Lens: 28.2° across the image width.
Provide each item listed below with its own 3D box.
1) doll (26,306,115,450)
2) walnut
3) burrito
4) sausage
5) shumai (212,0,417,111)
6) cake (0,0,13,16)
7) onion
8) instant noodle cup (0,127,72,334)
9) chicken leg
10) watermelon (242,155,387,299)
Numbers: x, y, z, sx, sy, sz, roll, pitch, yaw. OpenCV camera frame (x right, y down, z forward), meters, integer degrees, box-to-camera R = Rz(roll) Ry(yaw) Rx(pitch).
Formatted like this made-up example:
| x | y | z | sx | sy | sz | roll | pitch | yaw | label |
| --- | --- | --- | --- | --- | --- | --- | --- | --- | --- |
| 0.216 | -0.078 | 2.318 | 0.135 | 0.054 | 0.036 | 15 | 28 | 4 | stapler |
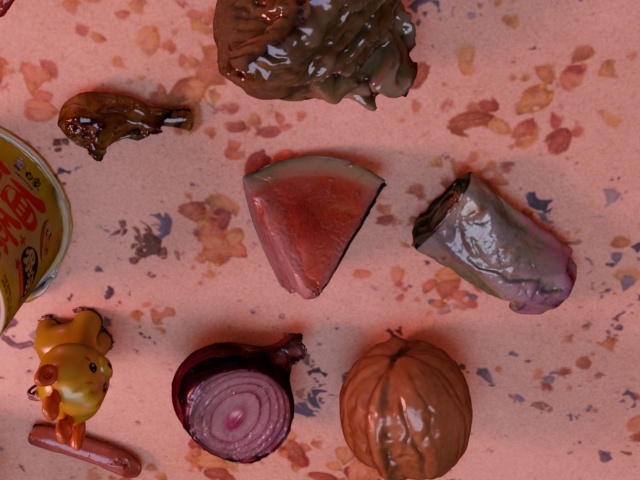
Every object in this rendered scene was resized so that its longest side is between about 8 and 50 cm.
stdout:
| x | y | z | sx | sy | sz | roll | pitch | yaw | label |
| --- | --- | --- | --- | --- | --- | --- | --- | --- | --- |
| -0.362 | 0.193 | 1.815 | 0.135 | 0.221 | 0.143 | -13 | 124 | 8 | doll |
| 0.124 | 0.250 | 1.833 | 0.213 | 0.213 | 0.213 | 2 | 123 | 3 | walnut |
| 0.243 | 0.018 | 1.734 | 0.229 | 0.089 | 0.144 | 33 | 122 | -14 | burrito |
| -0.369 | 0.331 | 2.008 | 0.186 | 0.043 | 0.043 | 21 | 122 | -9 | sausage |
| 0.009 | -0.262 | 1.543 | 0.256 | 0.189 | 0.218 | -45 | 129 | 11 | shumai |
| -0.444 | -0.388 | 1.487 | 0.177 | 0.151 | 0.283 | -27 | 112 | 24 | cake |
| -0.108 | 0.207 | 1.857 | 0.195 | 0.140 | 0.218 | 40 | 93 | -24 | onion |
| -0.504 | 0.018 | 1.710 | 0.311 | 0.221 | 0.311 | 2 | 123 | 4 | instant noodle cup |
| -0.256 | -0.152 | 1.678 | 0.178 | 0.070 | 0.093 | -4 | 98 | -8 | chicken leg |
| 0.005 | -0.007 | 1.705 | 0.207 | 0.202 | 0.136 | -18 | 159 | 18 | watermelon |
